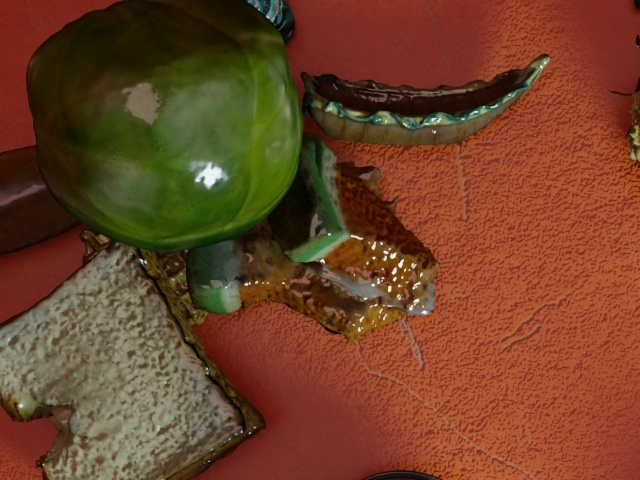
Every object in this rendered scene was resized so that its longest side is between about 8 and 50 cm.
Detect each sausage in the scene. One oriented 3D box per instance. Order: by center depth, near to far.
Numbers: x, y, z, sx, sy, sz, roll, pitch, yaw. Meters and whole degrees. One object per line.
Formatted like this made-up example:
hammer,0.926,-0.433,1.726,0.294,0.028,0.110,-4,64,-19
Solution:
sausage,-0.478,-0.023,1.942,0.501,0.123,0.136,-10,56,4

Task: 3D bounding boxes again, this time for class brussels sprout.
brussels sprout,-0.172,-0.128,1.745,0.289,0.355,0.281,-26,109,-28

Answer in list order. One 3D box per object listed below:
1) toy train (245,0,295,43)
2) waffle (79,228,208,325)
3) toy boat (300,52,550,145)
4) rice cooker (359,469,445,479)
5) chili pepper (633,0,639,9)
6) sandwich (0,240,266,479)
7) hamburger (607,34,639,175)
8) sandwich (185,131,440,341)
toy train,-0.118,-0.246,1.935,0.154,0.107,0.197,17,88,13
waffle,-0.195,0.024,1.952,0.191,0.038,0.191,0,85,3
toy boat,0.123,-0.161,1.909,0.293,0.108,0.099,-4,114,0
rice cooker,0.080,0.389,1.808,0.281,0.227,0.241,-6,96,23
chili pepper,0.460,-0.296,1.912,0.182,0.050,0.073,-16,78,2
sandwich,-0.233,0.168,1.840,0.249,0.095,0.273,-34,83,3
hamburger,0.439,-0.117,1.813,0.262,0.243,0.139,33,53,18
sandwich,0.000,0.000,1.868,0.301,0.162,0.250,26,74,0
